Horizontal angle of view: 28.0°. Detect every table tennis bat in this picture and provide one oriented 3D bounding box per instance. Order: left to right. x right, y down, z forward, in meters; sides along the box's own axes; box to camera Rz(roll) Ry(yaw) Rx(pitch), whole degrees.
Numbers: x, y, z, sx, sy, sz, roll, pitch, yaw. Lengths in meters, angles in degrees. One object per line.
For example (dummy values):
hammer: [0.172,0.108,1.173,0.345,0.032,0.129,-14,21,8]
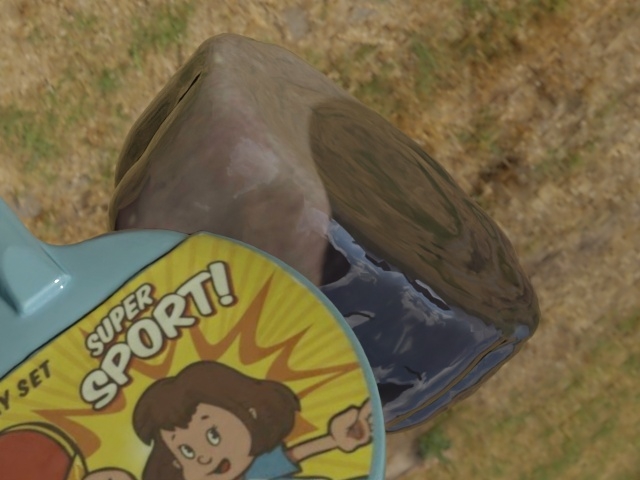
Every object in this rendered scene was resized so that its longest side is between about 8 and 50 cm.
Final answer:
table tennis bat: [-0.108,0.068,0.656,0.215,0.329,0.044,-38,149,-16]

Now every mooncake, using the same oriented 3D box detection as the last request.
mooncake: [0.000,0.000,0.902,0.306,0.306,0.154,21,121,-43]
